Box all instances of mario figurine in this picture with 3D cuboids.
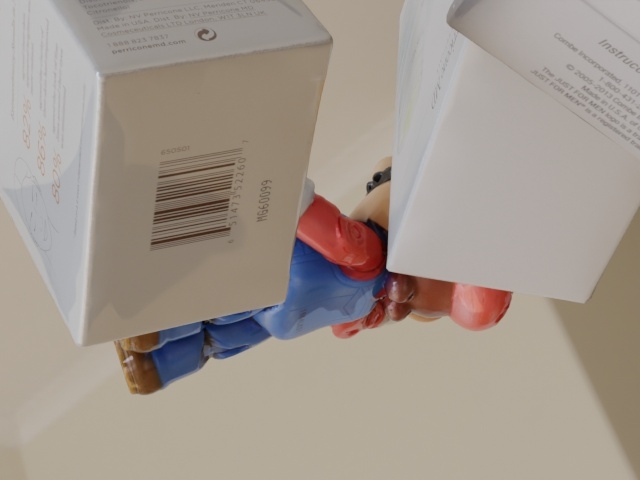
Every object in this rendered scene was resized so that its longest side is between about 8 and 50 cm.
[{"bbox_3d":[0.000,0.000,1.109,0.320,0.170,0.198,-13,5,-14],"label":"mario figurine"}]

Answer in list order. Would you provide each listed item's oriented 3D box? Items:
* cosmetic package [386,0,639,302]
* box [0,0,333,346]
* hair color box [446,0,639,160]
[{"bbox_3d":[0.128,-0.121,0.933,0.138,0.225,0.224,8,-37,-6],"label":"cosmetic package"},{"bbox_3d":[-0.080,-0.067,0.615,0.091,0.170,0.130,-12,-45,-25],"label":"box"},{"bbox_3d":[0.212,-0.142,0.488,0.185,0.114,0.374,34,-30,-7],"label":"hair color box"}]
